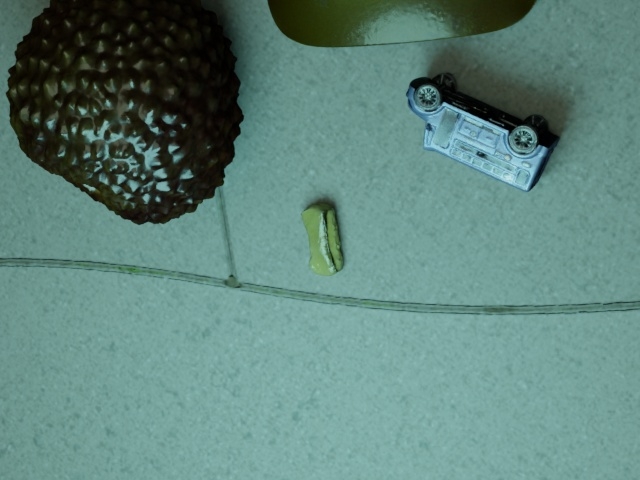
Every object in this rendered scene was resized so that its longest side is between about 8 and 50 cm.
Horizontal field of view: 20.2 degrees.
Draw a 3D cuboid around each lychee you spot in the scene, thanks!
[{"bbox_3d":[-0.203,-0.161,1.948,0.267,0.267,0.267,4,103,18],"label":"lychee"}]

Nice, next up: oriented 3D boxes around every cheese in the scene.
[{"bbox_3d":[0.000,0.000,2.025,0.044,0.030,0.083,4,109,40],"label":"cheese"}]

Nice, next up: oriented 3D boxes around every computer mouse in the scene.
[{"bbox_3d":[0.081,-0.291,1.909,0.310,0.072,0.158,-2,103,19],"label":"computer mouse"}]

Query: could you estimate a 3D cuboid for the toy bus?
[{"bbox_3d":[0.165,-0.117,1.916,0.167,0.073,0.076,25,111,12],"label":"toy bus"}]
